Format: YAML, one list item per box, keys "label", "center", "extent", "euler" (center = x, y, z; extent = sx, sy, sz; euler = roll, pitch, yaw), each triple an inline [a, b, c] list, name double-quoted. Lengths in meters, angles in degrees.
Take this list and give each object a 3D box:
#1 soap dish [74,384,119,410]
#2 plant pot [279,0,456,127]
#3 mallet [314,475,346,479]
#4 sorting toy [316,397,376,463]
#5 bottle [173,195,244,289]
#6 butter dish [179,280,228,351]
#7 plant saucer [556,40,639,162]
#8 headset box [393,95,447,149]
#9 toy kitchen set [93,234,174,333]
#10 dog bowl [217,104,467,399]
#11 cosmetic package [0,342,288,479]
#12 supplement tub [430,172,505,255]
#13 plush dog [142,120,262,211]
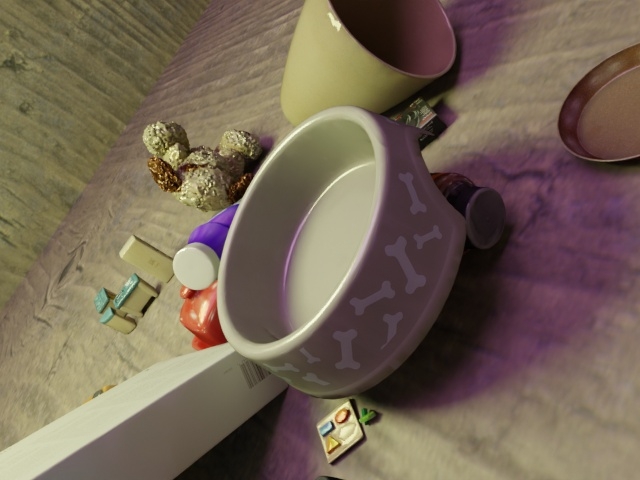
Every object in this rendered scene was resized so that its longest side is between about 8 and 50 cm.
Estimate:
- label: "soap dish"
  center: [-0.376, 0.397, 0.902]
  extent: [0.229, 0.118, 0.290]
  euler: [-37, 36, 23]
- label: "plant pot"
  center: [0.044, -0.305, 0.962]
  extent: [0.274, 0.256, 0.256]
  euler: [-37, 32, 50]
- label: "mallet"
  center: [-0.033, 0.301, 0.613]
  extent: [0.190, 0.062, 0.039]
  euler: [-31, 39, 30]
- label: "sorting toy"
  center: [0.030, 0.217, 0.661]
  extent: [0.083, 0.012, 0.062]
  euler: [-44, 33, 15]
- label: "bottle"
  center: [-0.141, -0.006, 0.909]
  extent: [0.118, 0.092, 0.283]
  euler: [-38, 5, 26]
- label: "butter dish"
  center: [-0.183, 0.105, 0.939]
  extent: [0.160, 0.118, 0.159]
  euler: [5, 62, 54]
- label: "plant saucer"
  center: [0.343, -0.147, 0.600]
  extent: [0.168, 0.029, 0.168]
  euler: [-33, 36, 29]
- label: "headset box"
  center: [0.154, -0.179, 0.866]
  extent: [0.062, 0.032, 0.083]
  euler: [-41, 33, 18]
- label: "toy kitchen set"
  center: [-0.456, 0.087, 1.295]
  extent: [0.207, 0.122, 0.166]
  euler: [-54, 32, -3]
- label: "dog bowl"
  center: [0.000, 0.000, 0.653]
  extent: [0.349, 0.102, 0.348]
  euler: [-33, 43, 38]
- label: "cosmetic package"
  center: [-0.266, 0.258, 0.720]
  extent: [0.284, 0.097, 0.377]
  euler: [-19, 4, 39]
- label: "supplement tub"
  center: [0.127, -0.032, 0.692]
  extent: [0.198, 0.106, 0.106]
  euler: [8, 66, 53]
- label: "plush dog"
  center: [-0.257, -0.133, 1.205]
  extent: [0.225, 0.263, 0.210]
  euler: [-118, 35, -65]
